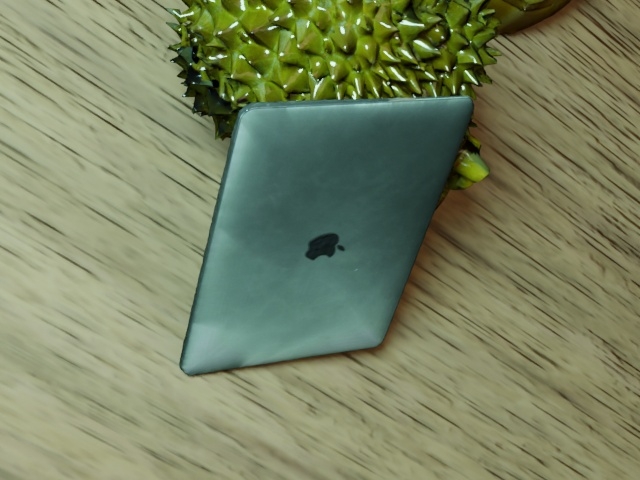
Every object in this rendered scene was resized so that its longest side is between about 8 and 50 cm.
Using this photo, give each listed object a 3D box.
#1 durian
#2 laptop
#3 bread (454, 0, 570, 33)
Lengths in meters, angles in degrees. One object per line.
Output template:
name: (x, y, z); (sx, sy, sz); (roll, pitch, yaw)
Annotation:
durian: (0.017, -0.156, 0.995); (0.293, 0.258, 0.258); (34, 64, -41)
laptop: (0.000, 0.000, 0.955); (0.187, 0.269, 0.015); (-5, 45, -25)
bread: (0.186, -0.322, 1.228); (0.236, 0.070, 0.236); (7, 77, -33)
